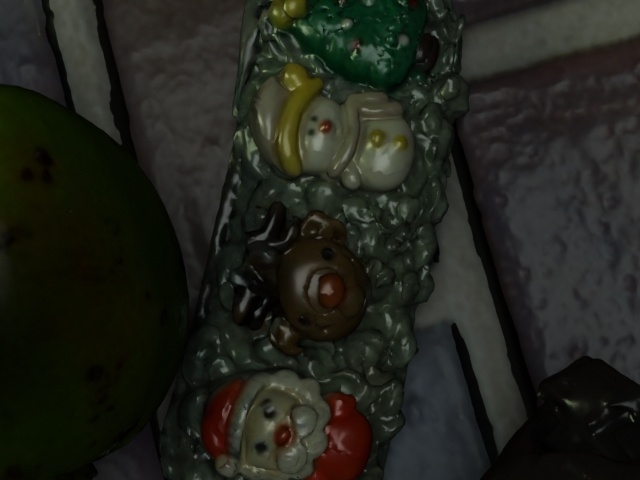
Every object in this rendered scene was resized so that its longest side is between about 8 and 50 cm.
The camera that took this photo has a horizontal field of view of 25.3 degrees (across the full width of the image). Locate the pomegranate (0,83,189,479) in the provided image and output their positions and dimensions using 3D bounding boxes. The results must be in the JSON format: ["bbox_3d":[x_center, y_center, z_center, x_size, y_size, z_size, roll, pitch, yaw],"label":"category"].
[{"bbox_3d":[-0.197,-0.001,0.720,0.236,0.236,0.302,-28,70,-1],"label":"pomegranate"}]

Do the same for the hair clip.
[{"bbox_3d":[0.000,-0.001,0.765,0.138,0.091,0.321,10,84,1],"label":"hair clip"}]

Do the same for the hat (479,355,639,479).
[{"bbox_3d":[0.152,0.247,0.663,0.209,0.238,0.336,-37,93,-5],"label":"hat"}]
